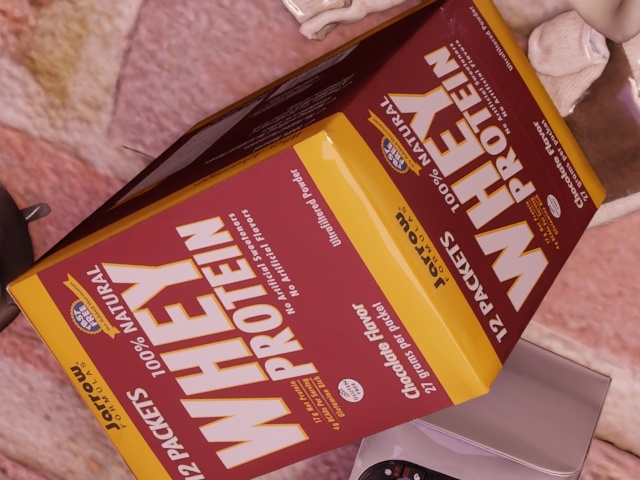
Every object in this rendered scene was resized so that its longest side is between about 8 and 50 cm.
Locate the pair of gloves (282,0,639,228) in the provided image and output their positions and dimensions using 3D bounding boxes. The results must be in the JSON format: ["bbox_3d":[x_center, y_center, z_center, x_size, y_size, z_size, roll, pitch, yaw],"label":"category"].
[{"bbox_3d":[0.085,-0.107,0.873,0.204,0.042,0.240,-18,105,28],"label":"pair of gloves"}]

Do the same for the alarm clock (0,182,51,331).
[{"bbox_3d":[-0.250,0.010,1.050,0.192,0.064,0.129,-12,109,24],"label":"alarm clock"}]

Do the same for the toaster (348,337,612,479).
[{"bbox_3d":[0.067,0.141,0.926,0.110,0.185,0.168,22,112,8],"label":"toaster"}]

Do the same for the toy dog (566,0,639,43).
[{"bbox_3d":[0.197,-0.314,0.556,0.408,0.395,0.284,-34,84,-2],"label":"toy dog"}]

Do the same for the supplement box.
[{"bbox_3d":[0.000,0.000,0.826,0.191,0.194,0.129,-25,104,33],"label":"supplement box"}]
